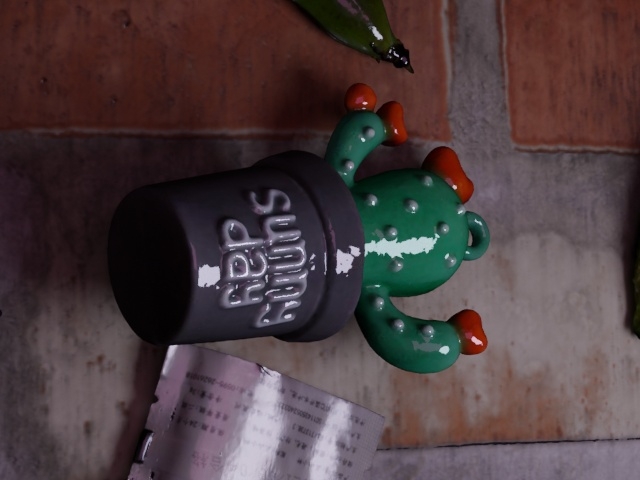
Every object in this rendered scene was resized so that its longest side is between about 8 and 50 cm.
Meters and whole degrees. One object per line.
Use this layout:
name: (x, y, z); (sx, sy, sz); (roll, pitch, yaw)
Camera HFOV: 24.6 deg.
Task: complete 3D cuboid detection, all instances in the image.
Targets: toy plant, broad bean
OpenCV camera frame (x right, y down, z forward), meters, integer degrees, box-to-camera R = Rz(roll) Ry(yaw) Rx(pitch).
toy plant: (0.006, 0.011, 1.423); (0.400, 0.185, 0.279); (-8, 55, -37)
broad bean: (-0.025, -0.281, 1.502); (0.339, 0.061, 0.077); (35, 86, -13)

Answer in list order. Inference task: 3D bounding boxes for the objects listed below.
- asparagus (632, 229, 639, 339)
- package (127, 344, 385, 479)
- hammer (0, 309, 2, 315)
asparagus: (0.435, -0.068, 1.617); (0.108, 0.128, 0.382); (27, 75, 22)
package: (-0.062, 0.230, 1.444); (0.251, 0.062, 0.204); (21, 80, -20)
hammer: (-0.397, 0.096, 1.358); (0.201, 0.021, 0.078); (-38, 98, -19)
